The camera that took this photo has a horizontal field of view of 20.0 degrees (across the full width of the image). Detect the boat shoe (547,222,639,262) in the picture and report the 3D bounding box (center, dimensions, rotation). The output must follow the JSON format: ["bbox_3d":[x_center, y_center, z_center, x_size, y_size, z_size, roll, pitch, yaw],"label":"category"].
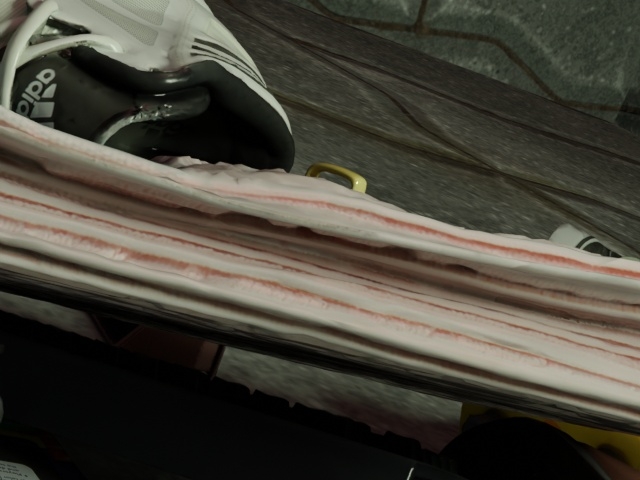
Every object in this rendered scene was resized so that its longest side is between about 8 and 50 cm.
[{"bbox_3d":[0.185,0.037,1.197,0.070,0.077,0.219,26,10,20],"label":"boat shoe"}]

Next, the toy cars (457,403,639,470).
[{"bbox_3d":[0.165,0.058,0.881,0.176,0.087,0.394,0,6,17],"label":"toy cars"}]

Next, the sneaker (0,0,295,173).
[{"bbox_3d":[-0.197,-0.130,0.965,0.447,0.169,0.257,20,10,-31],"label":"sneaker"}]

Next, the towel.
[{"bbox_3d":[-0.021,0.009,0.582,0.317,0.053,0.332,15,-4,-15],"label":"towel"}]

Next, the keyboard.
[{"bbox_3d":[-0.117,0.027,0.538,0.317,0.033,0.201,15,-1,18],"label":"keyboard"}]

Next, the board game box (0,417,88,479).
[{"bbox_3d":[-0.123,0.081,0.441,0.170,0.048,0.141,17,15,-36],"label":"board game box"}]

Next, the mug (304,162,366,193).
[{"bbox_3d":[0.000,0.004,1.001,0.064,0.078,0.062,22,-19,41],"label":"mug"}]

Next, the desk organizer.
[{"bbox_3d":[-0.082,0.013,0.845,0.050,0.047,0.130,16,13,-25],"label":"desk organizer"}]

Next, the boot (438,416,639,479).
[{"bbox_3d":[0.185,0.153,0.595,0.280,0.096,0.264,29,-20,-28],"label":"boot"}]
